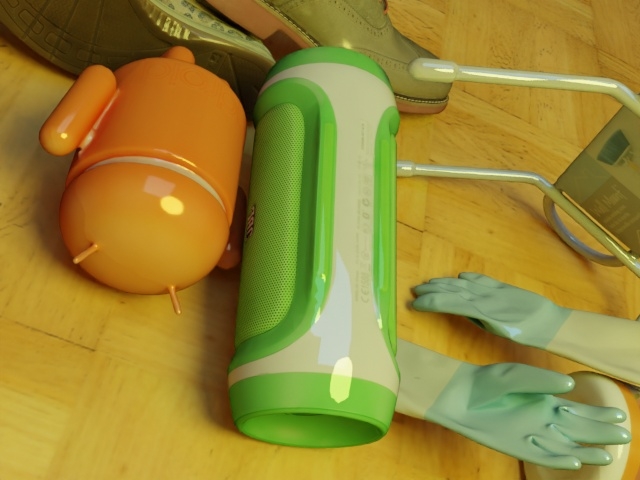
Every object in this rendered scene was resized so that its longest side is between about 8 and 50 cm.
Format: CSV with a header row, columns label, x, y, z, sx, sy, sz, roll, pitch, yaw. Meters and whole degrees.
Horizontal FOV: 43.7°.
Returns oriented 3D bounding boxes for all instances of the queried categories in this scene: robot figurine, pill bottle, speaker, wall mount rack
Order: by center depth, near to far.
label,x,y,z,sx,sy,sz,roll,pitch,yaw
robot figurine,-0.127,-0.052,0.613,0.128,0.158,0.219,1,51,4
speaker,0.000,0.000,0.617,0.131,0.131,0.296,13,61,-20
pill bottle,0.289,0.193,0.660,0.216,0.121,0.121,20,49,-16
wall mount rack,0.214,-0.047,0.707,0.304,0.350,0.130,42,74,10

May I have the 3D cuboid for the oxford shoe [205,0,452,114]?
label,x,y,z,sx,sy,sz,roll,pitch,yaw
oxford shoe,0.028,-0.235,0.797,0.348,0.130,0.123,20,28,-37

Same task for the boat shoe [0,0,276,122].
label,x,y,z,sx,sy,sz,roll,pitch,yaw
boat shoe,-0.168,-0.197,0.723,0.285,0.104,0.089,24,32,-31

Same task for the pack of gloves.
label,x,y,z,sx,sy,sz,roll,pitch,yaw
pack of gloves,0.148,0.080,0.634,0.232,0.046,0.195,15,37,32
